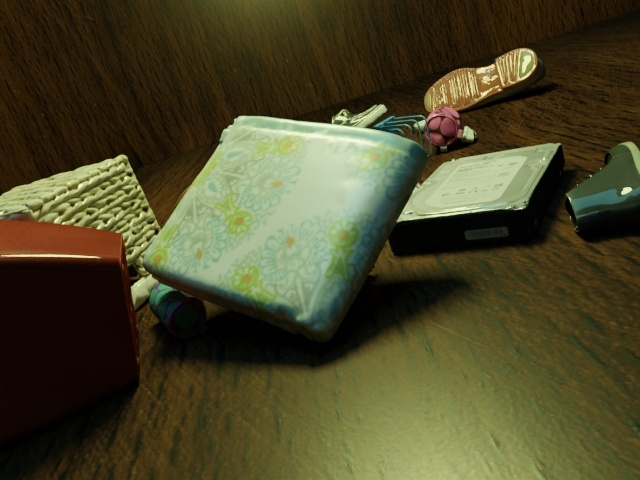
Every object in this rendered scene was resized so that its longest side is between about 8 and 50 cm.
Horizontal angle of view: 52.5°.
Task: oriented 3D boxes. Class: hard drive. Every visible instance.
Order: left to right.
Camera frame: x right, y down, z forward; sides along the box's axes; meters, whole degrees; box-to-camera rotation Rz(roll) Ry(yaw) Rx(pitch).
[{"bbox_3d":[0.282,-0.082,1.140,0.237,0.064,0.339,-6,20,33],"label":"hard drive"}]

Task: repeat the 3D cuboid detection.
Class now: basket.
[{"bbox_3d":[-0.517,0.031,1.239,0.331,0.266,0.328,-12,19,23],"label":"basket"}]

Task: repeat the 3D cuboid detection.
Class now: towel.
[{"bbox_3d":[-0.063,-0.036,0.979,0.374,0.090,0.320,14,66,36],"label":"towel"}]

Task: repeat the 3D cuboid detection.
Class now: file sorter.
[{"bbox_3d":[0.187,-0.231,1.596,0.104,0.118,0.170,0,25,39],"label":"file sorter"}]

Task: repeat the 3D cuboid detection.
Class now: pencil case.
[{"bbox_3d":[-0.231,0.109,1.050,0.070,0.064,0.152,-41,24,-16],"label":"pencil case"},{"bbox_3d":[0.328,-0.299,1.707,0.098,0.095,0.209,4,20,12],"label":"pencil case"}]

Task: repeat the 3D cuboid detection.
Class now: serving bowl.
[{"bbox_3d":[0.326,-0.347,1.965,0.083,0.027,0.083,-15,17,5],"label":"serving bowl"}]

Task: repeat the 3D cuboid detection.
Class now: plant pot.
[{"bbox_3d":[-0.389,0.109,0.928,0.236,0.267,0.267,-7,15,-14],"label":"plant pot"}]

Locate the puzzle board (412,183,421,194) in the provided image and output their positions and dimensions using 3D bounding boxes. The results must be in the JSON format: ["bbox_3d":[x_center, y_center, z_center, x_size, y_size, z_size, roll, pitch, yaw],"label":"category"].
[{"bbox_3d":[0.158,-0.086,1.304,0.096,0.011,0.128,-36,16,7],"label":"puzzle board"}]

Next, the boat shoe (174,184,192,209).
[{"bbox_3d":[-0.213,-0.101,1.589,0.324,0.122,0.120,-13,22,17],"label":"boat shoe"}]

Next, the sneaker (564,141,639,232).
[{"bbox_3d":[0.421,-0.084,0.970,0.118,0.083,0.222,-12,19,18],"label":"sneaker"}]

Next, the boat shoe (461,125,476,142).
[{"bbox_3d":[0.385,-0.271,1.675,0.035,0.035,0.100,14,20,9],"label":"boat shoe"}]

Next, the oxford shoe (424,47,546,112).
[{"bbox_3d":[0.528,-0.484,2.090,0.397,0.140,0.146,-10,-13,38],"label":"oxford shoe"}]

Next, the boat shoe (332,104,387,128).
[{"bbox_3d":[0.056,-0.276,1.571,0.219,0.070,0.078,-30,4,16],"label":"boat shoe"}]
